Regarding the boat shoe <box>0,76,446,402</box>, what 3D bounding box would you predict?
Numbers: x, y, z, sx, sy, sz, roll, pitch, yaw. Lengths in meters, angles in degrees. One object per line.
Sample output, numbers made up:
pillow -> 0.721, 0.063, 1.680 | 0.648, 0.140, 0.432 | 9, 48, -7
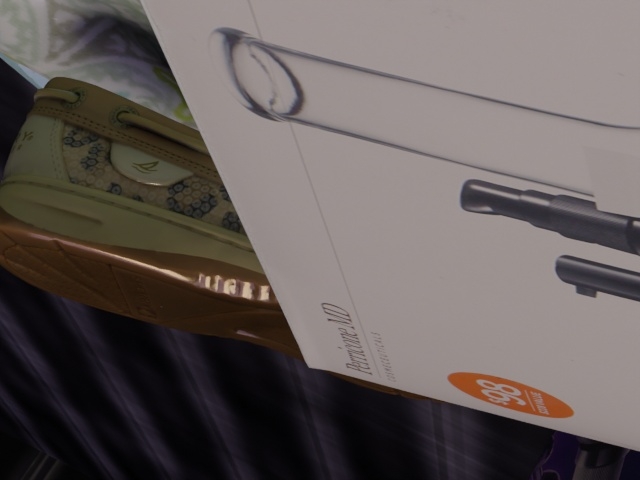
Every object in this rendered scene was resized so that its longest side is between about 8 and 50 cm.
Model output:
boat shoe -> 0.000, 0.000, 0.847 | 0.285, 0.089, 0.104 | 16, 159, 2

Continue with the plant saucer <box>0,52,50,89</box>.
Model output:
plant saucer -> -0.126, -0.095, 1.093 | 0.195, 0.037, 0.195 | 35, 173, 5

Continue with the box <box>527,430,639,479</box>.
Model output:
box -> 0.188, 0.095, 0.842 | 0.108, 0.207, 0.153 | 39, 162, -26

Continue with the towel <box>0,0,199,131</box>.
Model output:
towel -> -0.077, -0.137, 0.791 | 0.320, 0.090, 0.374 | 34, 164, -29

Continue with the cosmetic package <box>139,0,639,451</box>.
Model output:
cosmetic package -> 0.117, -0.021, 0.562 | 0.284, 0.097, 0.377 | 15, 163, 13
